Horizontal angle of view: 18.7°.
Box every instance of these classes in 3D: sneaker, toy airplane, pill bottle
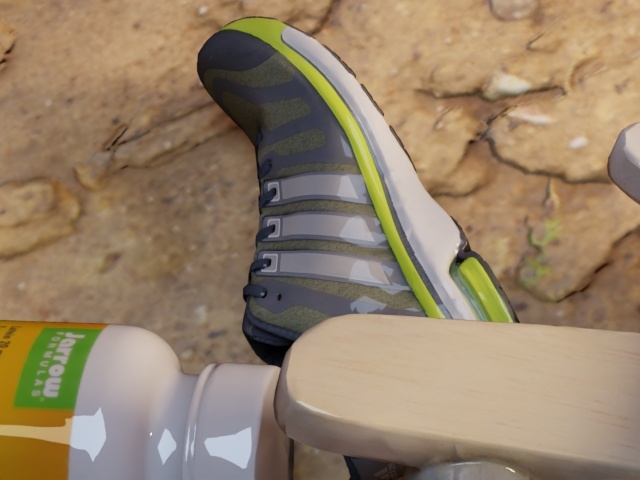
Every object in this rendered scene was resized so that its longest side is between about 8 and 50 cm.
[{"bbox_3d":[0.000,0.000,1.025,0.121,0.111,0.300,-31,57,-6],"label":"sneaker"},{"bbox_3d":[0.225,0.110,0.860,0.386,0.272,0.384,28,29,32],"label":"toy airplane"},{"bbox_3d":[-0.142,0.107,0.960,0.246,0.136,0.136,1,59,9],"label":"pill bottle"}]
